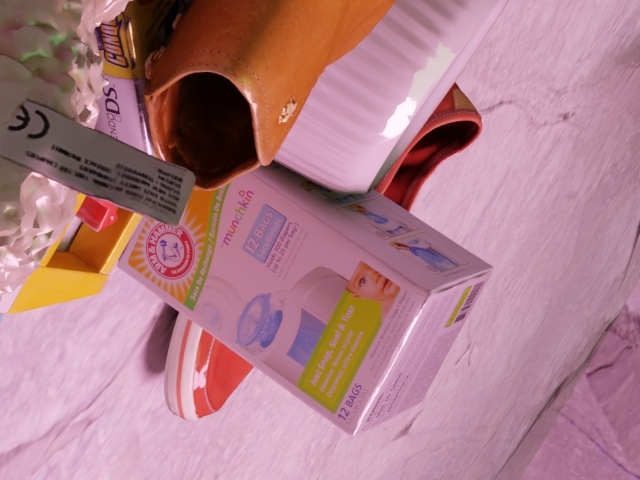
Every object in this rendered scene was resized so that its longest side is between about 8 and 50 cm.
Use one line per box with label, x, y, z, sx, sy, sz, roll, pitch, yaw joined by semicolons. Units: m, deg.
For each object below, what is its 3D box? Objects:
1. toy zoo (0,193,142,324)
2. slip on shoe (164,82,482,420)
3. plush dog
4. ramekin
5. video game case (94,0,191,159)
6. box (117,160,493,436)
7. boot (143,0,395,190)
toy zoo;-0.130;-0.066;0.982;0.293;0.030;0.192;-60;160;7
slip on shoe;0.000;0.000;1.286;0.331;0.101;0.123;-52;161;-11
plush dog;-0.176;-0.023;0.684;0.262;0.211;0.225;-18;176;-21
ramekin;0.032;-0.125;1.081;0.207;0.109;0.207;-54;176;-5
video game case;-0.047;-0.202;0.839;0.248;0.035;0.275;88;23;-49
box;-0.012;0.017;1.129;0.103;0.203;0.114;-16;136;-61
boot;0.012;-0.148;0.747;0.211;0.104;0.295;-60;179;-29
